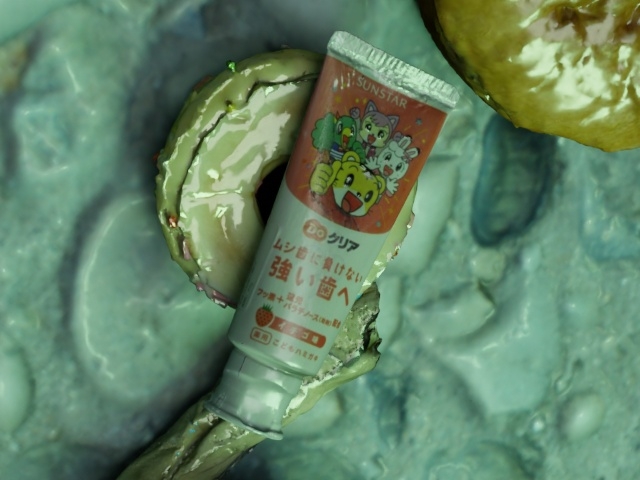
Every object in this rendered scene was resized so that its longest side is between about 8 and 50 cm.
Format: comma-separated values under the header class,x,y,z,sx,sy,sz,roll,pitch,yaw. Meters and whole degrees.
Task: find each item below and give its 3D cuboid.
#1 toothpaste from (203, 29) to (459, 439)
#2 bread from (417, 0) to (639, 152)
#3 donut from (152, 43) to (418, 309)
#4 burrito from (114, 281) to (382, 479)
class,x,y,z,sx,sy,sz,roll,pitch,yaw
toothpaste,0.000,0.000,0.807,0.089,0.057,0.234,24,88,-20
bread,0.129,-0.151,0.844,0.134,0.129,0.260,-34,112,-8
donut,-0.023,-0.036,0.850,0.175,0.068,0.174,-5,107,-17
burrito,-0.044,0.111,0.890,0.229,0.058,0.063,-42,110,-8
